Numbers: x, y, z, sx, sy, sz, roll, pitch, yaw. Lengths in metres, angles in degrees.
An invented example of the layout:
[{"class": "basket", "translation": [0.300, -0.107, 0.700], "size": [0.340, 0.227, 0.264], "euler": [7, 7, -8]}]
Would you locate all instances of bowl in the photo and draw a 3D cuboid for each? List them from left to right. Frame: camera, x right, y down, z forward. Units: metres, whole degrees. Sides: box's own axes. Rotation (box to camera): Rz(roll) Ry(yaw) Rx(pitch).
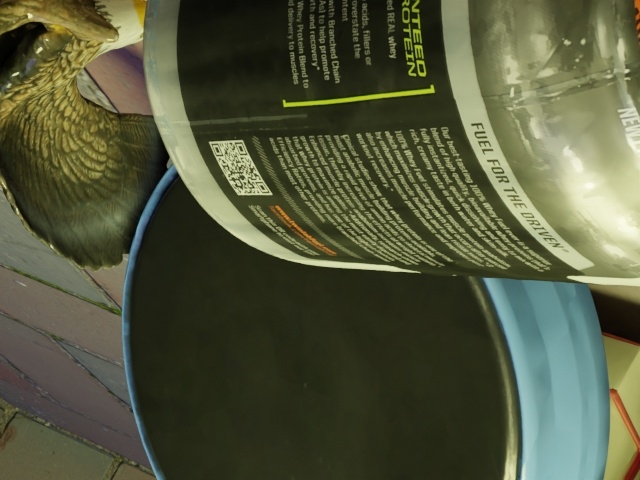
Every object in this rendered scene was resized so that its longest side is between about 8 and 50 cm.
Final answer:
[{"class": "bowl", "translation": [0.009, 0.090, 1.042], "size": [0.391, 0.391, 0.077], "euler": [14, -161, 40]}]

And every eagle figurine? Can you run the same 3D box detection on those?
[{"class": "eagle figurine", "translation": [-0.198, -0.115, 1.046], "size": [0.225, 0.226, 0.298], "euler": [10, 160, -9]}]

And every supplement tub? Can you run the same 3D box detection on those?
[{"class": "supplement tub", "translation": [0.087, -0.086, 0.640], "size": [0.207, 0.207, 0.338], "euler": [38, 161, -29]}]

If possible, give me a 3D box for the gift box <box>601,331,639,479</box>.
[{"class": "gift box", "translation": [0.164, 0.196, 1.216], "size": [0.276, 0.258, 0.255], "euler": [18, 154, 34]}]
